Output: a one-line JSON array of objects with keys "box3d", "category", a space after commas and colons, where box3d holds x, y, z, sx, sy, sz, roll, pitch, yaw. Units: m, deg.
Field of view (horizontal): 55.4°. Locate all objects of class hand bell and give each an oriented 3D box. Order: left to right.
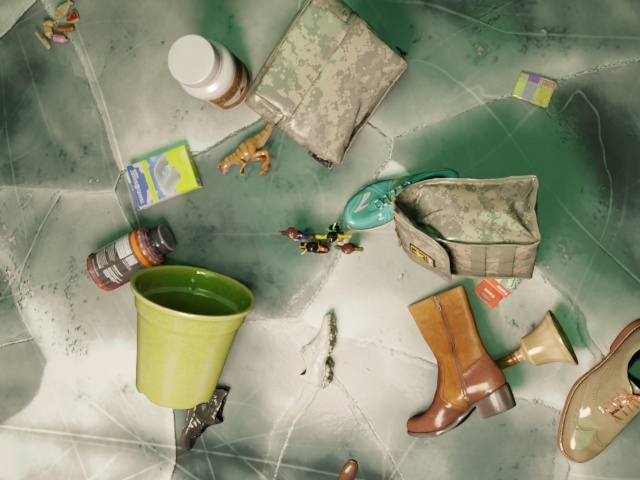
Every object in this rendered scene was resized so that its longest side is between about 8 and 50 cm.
[{"box3d": [0.414, 0.257, 1.322, 0.242, 0.126, 0.126, -29, 86, 22], "category": "hand bell"}]

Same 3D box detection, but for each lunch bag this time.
[{"box3d": [0.013, -0.341, 1.315, 0.256, 0.212, 0.305, 34, 99, -9], "category": "lunch bag"}, {"box3d": [0.290, -0.016, 1.246, 0.286, 0.235, 0.169, 0, 69, 14], "category": "lunch bag"}]

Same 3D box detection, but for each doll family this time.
[{"box3d": [0.000, 0.000, 1.371, 0.192, 0.111, 0.076, -5, 90, 10], "category": "doll family"}]

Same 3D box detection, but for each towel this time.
[{"box3d": [0.469, -0.330, 1.335, 0.083, 0.009, 0.060, 20, 95, 10], "category": "towel"}]

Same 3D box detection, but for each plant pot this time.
[{"box3d": [-0.305, 0.224, 1.372, 0.276, 0.276, 0.254, 16, 105, 9], "category": "plant pot"}]

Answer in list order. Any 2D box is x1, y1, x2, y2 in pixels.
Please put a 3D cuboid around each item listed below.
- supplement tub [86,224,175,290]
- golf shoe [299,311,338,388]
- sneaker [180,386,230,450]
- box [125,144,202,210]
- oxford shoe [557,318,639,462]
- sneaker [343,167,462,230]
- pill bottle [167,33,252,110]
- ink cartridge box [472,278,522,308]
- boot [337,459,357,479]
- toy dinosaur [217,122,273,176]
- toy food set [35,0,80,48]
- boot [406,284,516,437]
[{"box3d": [-0.447, 0.036, 1.454, 0.197, 0.106, 0.106, -26, 86, 9], "category": "supplement tub"}, {"box3d": [-0.009, 0.249, 1.402, 0.085, 0.069, 0.176, 8, 91, 16], "category": "golf shoe"}, {"box3d": [-0.274, 0.429, 1.456, 0.089, 0.051, 0.170, 12, 90, 14], "category": "sneaker"}, {"box3d": [-0.386, -0.150, 1.472, 0.178, 0.042, 0.109, -19, 87, 9], "category": "box"}, {"box3d": [0.609, 0.318, 1.259, 0.123, 0.130, 0.348, 29, 96, 8], "category": "oxford shoe"}, {"box3d": [0.175, -0.100, 1.340, 0.275, 0.110, 0.107, -21, 87, 10], "category": "sneaker"}, {"box3d": [-0.243, -0.371, 1.348, 0.131, 0.229, 0.131, 0, 91, 10], "category": "pill bottle"}, {"box3d": [0.397, 0.091, 1.344, 0.063, 0.029, 0.115, 42, 97, 7], "category": "ink cartridge box"}, {"box3d": [0.047, 0.561, 1.369, 0.037, 0.114, 0.107, 25, 95, 8], "category": "boot"}, {"box3d": [-0.153, -0.217, 1.419, 0.211, 0.064, 0.112, -40, 83, 8], "category": "toy dinosaur"}, {"box3d": [-0.649, -0.535, 1.525, 0.122, 0.019, 0.078, -40, 85, 0], "category": "toy food set"}, {"box3d": [0.253, 0.270, 1.337, 0.264, 0.096, 0.281, -34, 74, 36], "category": "boot"}]
